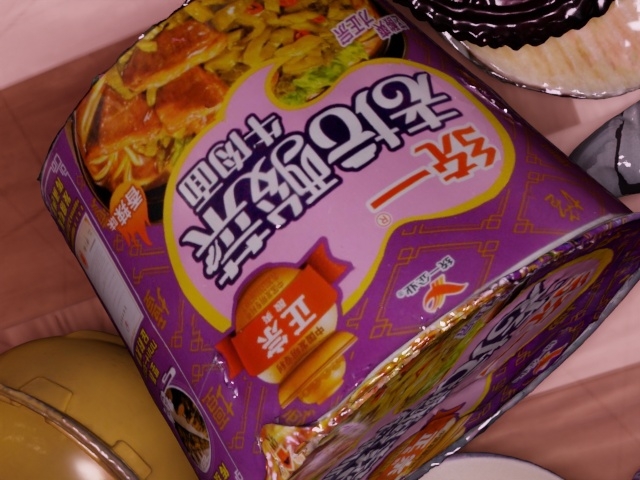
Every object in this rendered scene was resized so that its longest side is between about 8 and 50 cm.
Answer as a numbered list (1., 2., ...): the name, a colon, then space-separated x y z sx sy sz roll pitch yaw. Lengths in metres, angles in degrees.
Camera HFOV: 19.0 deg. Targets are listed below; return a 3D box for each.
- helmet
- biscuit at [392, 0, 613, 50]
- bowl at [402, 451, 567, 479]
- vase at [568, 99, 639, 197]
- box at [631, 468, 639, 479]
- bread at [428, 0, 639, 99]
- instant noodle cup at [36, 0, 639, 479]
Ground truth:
1. helmet: -0.139 0.153 1.346 0.257 0.140 0.205 45 144 -8
2. biscuit: 0.113 -0.213 1.186 0.194 0.053 0.194 4 104 16
3. bowl: 0.109 0.275 1.279 0.237 0.238 0.126 -13 142 19
4. vase: 0.224 -0.069 1.227 0.211 0.060 0.060 -27 94 25
5. box: 0.343 0.281 1.254 0.134 0.097 0.345 -30 93 29
6. bread: 0.170 -0.220 1.217 0.267 0.040 0.267 4 103 17
7. instant noodle cup: 0.000 0.000 1.173 0.340 0.340 0.266 -45 73 21
